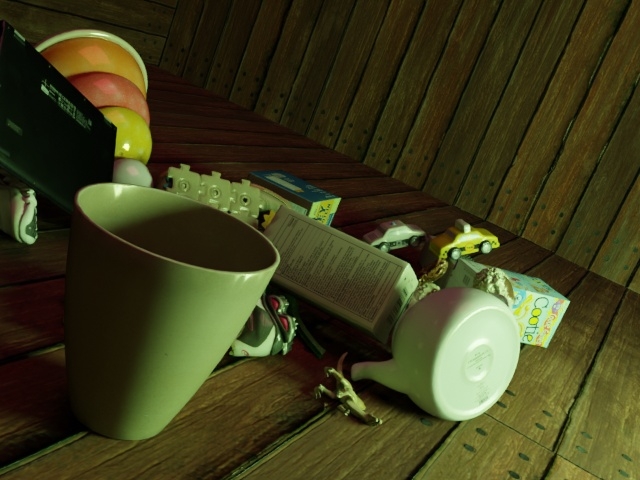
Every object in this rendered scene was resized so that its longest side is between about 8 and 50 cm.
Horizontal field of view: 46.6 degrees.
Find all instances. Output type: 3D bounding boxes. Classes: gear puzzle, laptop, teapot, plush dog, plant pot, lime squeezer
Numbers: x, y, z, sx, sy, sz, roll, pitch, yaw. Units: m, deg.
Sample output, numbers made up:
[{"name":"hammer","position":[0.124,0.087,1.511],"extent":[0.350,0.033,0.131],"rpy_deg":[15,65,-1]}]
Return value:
[{"name":"gear puzzle","position":[-0.218,-0.064,1.760],"extent":[0.338,0.176,0.044],"rpy_deg":[12,-21,-31]},{"name":"laptop","position":[-0.600,-0.246,1.453],"extent":[0.236,0.408,0.382],"rpy_deg":[-8,-23,14]},{"name":"teapot","position":[0.224,0.186,1.343],"extent":[0.256,0.253,0.187],"rpy_deg":[25,-1,-37]},{"name":"plush dog","position":[0.251,0.166,1.532],"extent":[0.225,0.263,0.210],"rpy_deg":[25,-21,-25]},{"name":"plant pot","position":[-0.216,0.102,0.941],"extent":[0.256,0.274,0.256],"rpy_deg":[19,16,-6]},{"name":"lime squeezer","position":[-0.114,0.130,1.435],"extent":[0.310,0.059,0.110],"rpy_deg":[27,46,12]}]

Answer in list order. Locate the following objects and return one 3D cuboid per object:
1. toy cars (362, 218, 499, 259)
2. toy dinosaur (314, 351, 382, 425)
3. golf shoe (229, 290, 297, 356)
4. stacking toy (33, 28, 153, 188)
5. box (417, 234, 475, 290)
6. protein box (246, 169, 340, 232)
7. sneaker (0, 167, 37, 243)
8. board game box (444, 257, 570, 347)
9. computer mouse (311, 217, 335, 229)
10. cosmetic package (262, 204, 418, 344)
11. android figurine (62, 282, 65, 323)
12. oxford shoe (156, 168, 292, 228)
[{"name":"toy cars","position":[0.307,-0.018,2.121],"extent":[0.393,0.087,0.176],"rpy_deg":[4,23,27]},{"name":"toy dinosaur","position":[0.036,0.249,1.237],"extent":[0.092,0.053,0.183],"rpy_deg":[30,16,-34]},{"name":"golf shoe","position":[-0.145,0.098,1.325],"extent":[0.120,0.105,0.273],"rpy_deg":[-11,40,-26]},{"name":"stacking toy","position":[-0.523,-0.256,1.799],"extent":[0.350,0.351,0.480],"rpy_deg":[6,37,-43]},{"name":"box","position":[0.378,0.082,2.137],"extent":[0.113,0.094,0.275],"rpy_deg":[16,17,-16]},{"name":"protein box","position":[-0.087,-0.090,2.012],"extent":[0.201,0.136,0.200],"rpy_deg":[26,16,17]},{"name":"sneaker","position":[-0.599,-0.070,1.366],"extent":[0.118,0.110,0.292],"rpy_deg":[-8,28,-34]},{"name":"board game box","position":[0.468,0.161,1.903],"extent":[0.275,0.142,0.144],"rpy_deg":[14,17,-25]},{"name":"computer mouse","position":[0.000,0.000,1.954],"extent":[0.042,0.106,0.193],"rpy_deg":[-1,-4,18]},{"name":"cosmetic package","position":[0.024,0.066,1.462],"extent":[0.296,0.153,0.129],"rpy_deg":[27,-11,23]},{"name":"android figurine","position":[-0.297,0.119,1.194],"extent":[0.248,0.056,0.273],"rpy_deg":[26,14,14]},{"name":"oxford shoe","position":[-0.240,-0.077,1.838],"extent":[0.348,0.123,0.130],"rpy_deg":[10,25,-9]}]
